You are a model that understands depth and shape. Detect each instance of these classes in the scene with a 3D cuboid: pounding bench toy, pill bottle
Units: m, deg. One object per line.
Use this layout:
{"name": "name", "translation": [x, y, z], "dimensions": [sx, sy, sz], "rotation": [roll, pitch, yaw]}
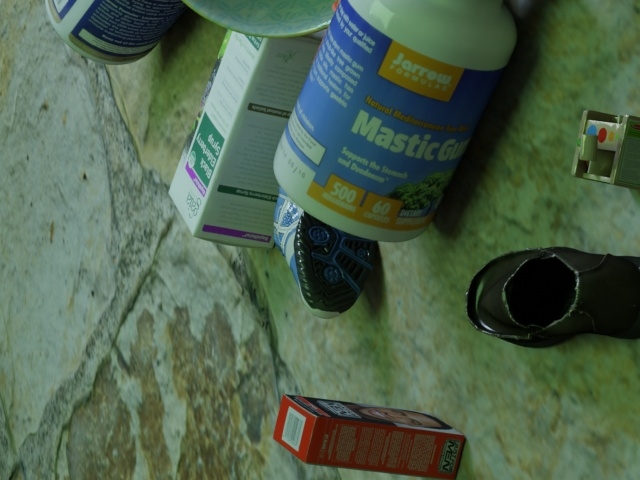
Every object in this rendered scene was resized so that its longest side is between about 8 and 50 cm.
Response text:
{"name": "pounding bench toy", "translation": [0.211, -0.068, 1.449], "dimensions": [0.065, 0.083, 0.052], "rotation": [18, 97, 62]}
{"name": "pill bottle", "translation": [-0.204, -0.327, 2.275], "dimensions": [0.265, 0.153, 0.153], "rotation": [-41, 46, 51]}
{"name": "pill bottle", "translation": [0.075, -0.148, 1.668], "dimensions": [0.272, 0.152, 0.152], "rotation": [-66, 30, 27]}

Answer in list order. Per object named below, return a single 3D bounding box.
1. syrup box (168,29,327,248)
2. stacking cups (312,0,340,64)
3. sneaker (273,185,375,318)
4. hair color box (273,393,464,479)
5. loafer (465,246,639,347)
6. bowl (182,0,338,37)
{"name": "syrup box", "translation": [-0.066, -0.117, 1.996], "dimensions": [0.237, 0.096, 0.093], "rotation": [-67, 30, 22]}
{"name": "stacking cups", "translation": [0.079, -0.278, 1.736], "dimensions": [0.316, 0.096, 0.096], "rotation": [-61, 32, 23]}
{"name": "sneaker", "translation": [0.000, 0.000, 1.862], "dimensions": [0.211, 0.080, 0.081], "rotation": [-95, 22, -46]}
{"name": "hair color box", "translation": [0.040, 0.164, 1.641], "dimensions": [0.072, 0.141, 0.043], "rotation": [26, 104, 62]}
{"name": "loafer", "translation": [0.168, 0.036, 1.503], "dimensions": [0.220, 0.078, 0.080], "rotation": [-12, 71, 61]}
{"name": "bowl", "translation": [-0.020, -0.343, 1.882], "dimensions": [0.156, 0.289, 0.289], "rotation": [-30, -38, -67]}
